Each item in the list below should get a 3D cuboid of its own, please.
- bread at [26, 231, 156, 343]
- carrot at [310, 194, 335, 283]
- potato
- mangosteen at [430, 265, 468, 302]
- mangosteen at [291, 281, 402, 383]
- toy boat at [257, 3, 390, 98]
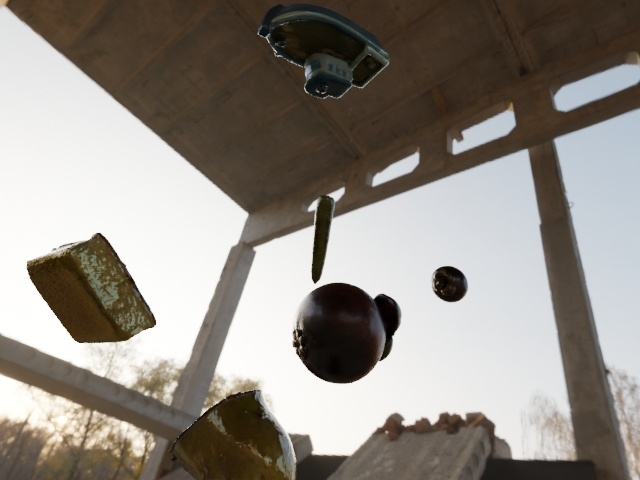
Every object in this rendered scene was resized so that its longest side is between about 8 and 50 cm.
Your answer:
[{"bbox_3d":[-0.689,0.156,1.288,0.333,0.143,0.324,-10,-68,36],"label":"bread"},{"bbox_3d":[0.000,0.000,1.687,0.074,0.074,0.359,9,-81,5],"label":"carrot"},{"bbox_3d":[-0.224,0.632,1.178,0.289,0.296,0.397,2,-52,-44],"label":"potato"},{"bbox_3d":[0.428,0.146,1.443,0.140,0.140,0.140,8,-37,6],"label":"mangosteen"},{"bbox_3d":[0.049,0.154,0.737,0.199,0.200,0.200,8,-37,6],"label":"mangosteen"},{"bbox_3d":[0.009,-0.264,0.615,0.215,0.102,0.088,10,-26,-34],"label":"toy boat"}]
